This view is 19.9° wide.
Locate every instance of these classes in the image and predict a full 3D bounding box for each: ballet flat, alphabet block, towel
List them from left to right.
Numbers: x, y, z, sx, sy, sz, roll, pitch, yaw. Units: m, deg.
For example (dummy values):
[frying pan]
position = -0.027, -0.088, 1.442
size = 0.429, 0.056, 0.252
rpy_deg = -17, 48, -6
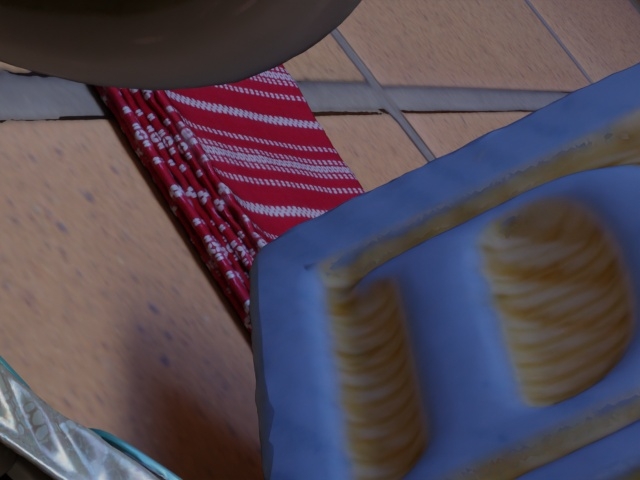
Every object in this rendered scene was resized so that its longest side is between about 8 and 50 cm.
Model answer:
[ballet flat]
position = -0.085, 0.067, 0.491
size = 0.168, 0.057, 0.052
rpy_deg = 41, 50, -15
[towel]
position = 0.000, 0.000, 0.822
size = 0.275, 0.031, 0.199
rpy_deg = 56, 19, 19
[alphabet block]
position = 0.107, 0.083, 0.587
size = 0.197, 0.193, 0.192
rpy_deg = 58, 14, -31

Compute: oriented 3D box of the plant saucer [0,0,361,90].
[plant saucer]
position = -0.128, -0.206, 0.434
size = 0.400, 0.100, 0.400
rpy_deg = 29, -24, 14
